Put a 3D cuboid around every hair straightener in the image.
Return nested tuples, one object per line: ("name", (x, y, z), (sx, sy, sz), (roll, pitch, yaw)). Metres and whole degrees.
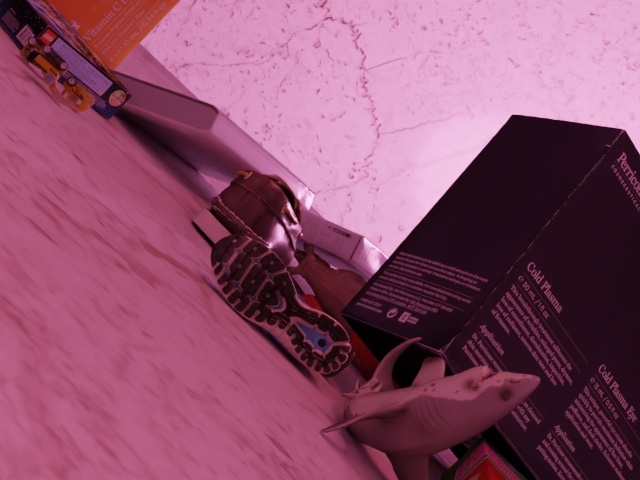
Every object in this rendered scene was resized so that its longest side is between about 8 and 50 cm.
("hair straightener", (-0.012, 0.090, 1.399), (0.089, 0.047, 0.230), (51, -5, -25))

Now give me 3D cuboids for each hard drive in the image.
("hard drive", (-0.153, -0.132, 1.799), (0.203, 0.040, 0.307), (21, -9, 28))

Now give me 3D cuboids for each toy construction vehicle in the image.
("toy construction vehicle", (-0.286, -0.175, 1.418), (0.098, 0.035, 0.086), (46, -8, -10))

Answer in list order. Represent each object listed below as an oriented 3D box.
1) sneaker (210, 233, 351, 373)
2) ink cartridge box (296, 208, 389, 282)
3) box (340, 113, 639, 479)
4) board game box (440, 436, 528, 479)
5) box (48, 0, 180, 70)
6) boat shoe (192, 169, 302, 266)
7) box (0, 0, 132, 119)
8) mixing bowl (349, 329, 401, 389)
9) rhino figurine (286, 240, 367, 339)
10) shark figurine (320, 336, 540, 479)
("sneaker", (-0.046, 0.064, 1.241), (0.162, 0.063, 0.073), (48, -14, -7))
("ink cartridge box", (0.000, 0.000, 1.893), (0.224, 0.045, 0.223), (24, -6, 27))
("box", (0.253, 0.095, 1.447), (0.179, 0.312, 0.343), (18, -29, 55))
("board game box", (0.214, 0.304, 1.193), (0.242, 0.064, 0.316), (44, 3, 4))
("box", (-0.392, -0.466, 2.060), (0.345, 0.215, 0.168), (41, 5, -34))
("boat shoe", (-0.068, -0.027, 1.580), (0.116, 0.097, 0.324), (44, 4, 5))
("box", (-0.340, -0.258, 1.618), (0.233, 0.044, 0.159), (47, 5, 40))
("mixing bowl", (0.101, 0.136, 1.584), (0.181, 0.098, 0.181), (44, 4, -4))
("rhino figurine", (0.036, 0.077, 1.749), (0.243, 0.073, 0.106), (42, 11, 22))
("shark figurine", (0.070, 0.169, 1.148), (0.116, 0.166, 0.278), (69, -17, -3))
